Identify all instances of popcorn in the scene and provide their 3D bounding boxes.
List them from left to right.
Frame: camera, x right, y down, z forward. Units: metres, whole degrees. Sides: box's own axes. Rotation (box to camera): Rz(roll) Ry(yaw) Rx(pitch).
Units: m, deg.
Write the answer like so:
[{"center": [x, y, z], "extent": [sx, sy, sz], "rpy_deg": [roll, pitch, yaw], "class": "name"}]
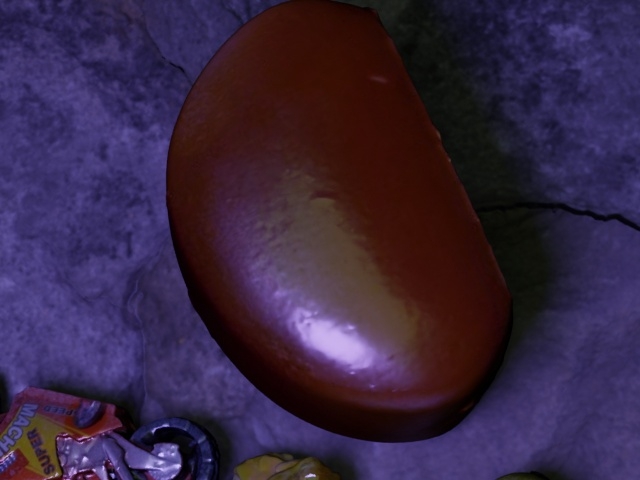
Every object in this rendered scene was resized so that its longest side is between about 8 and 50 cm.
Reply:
[{"center": [-0.037, 0.257, 1.635], "extent": [0.126, 0.126, 0.145], "rpy_deg": [40, 65, -12], "class": "popcorn"}]

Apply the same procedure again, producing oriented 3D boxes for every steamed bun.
[{"center": [0.000, 0.000, 1.630], "extent": [0.248, 0.235, 0.379], "rpy_deg": [-22, 75, -3], "class": "steamed bun"}]

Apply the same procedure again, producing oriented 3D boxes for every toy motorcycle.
[{"center": [-0.235, 0.209, 1.671], "extent": [0.298, 0.089, 0.171], "rpy_deg": [12, 71, 15], "class": "toy motorcycle"}]

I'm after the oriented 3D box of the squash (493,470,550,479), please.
[{"center": [0.141, 0.309, 1.593], "extent": [0.132, 0.132, 0.247], "rpy_deg": [21, 80, 10], "class": "squash"}]
